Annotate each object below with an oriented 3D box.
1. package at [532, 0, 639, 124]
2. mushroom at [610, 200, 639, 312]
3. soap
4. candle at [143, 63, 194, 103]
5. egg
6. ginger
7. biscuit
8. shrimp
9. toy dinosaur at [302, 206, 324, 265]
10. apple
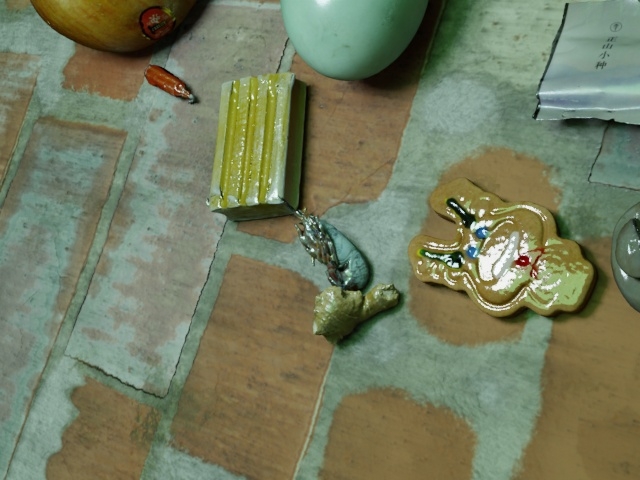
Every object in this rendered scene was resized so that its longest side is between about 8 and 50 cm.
[{"bbox_3d":[0.476,-0.295,1.714,0.204,0.062,0.250,6,65,32],"label":"package"},{"bbox_3d":[0.496,0.040,1.548,0.117,0.141,0.188,130,141,-50],"label":"mushroom"},{"bbox_3d":[-0.121,-0.184,2.005,0.174,0.089,0.274,-5,72,30],"label":"soap"},{"bbox_3d":[-0.320,-0.328,2.194,0.053,0.048,0.162,-27,43,-29],"label":"candle"},{"bbox_3d":[0.065,-0.479,1.877,0.276,0.276,0.388,1,72,31],"label":"egg"},{"bbox_3d":[0.053,0.110,1.810,0.165,0.096,0.067,-33,18,7],"label":"ginger"},{"bbox_3d":[0.300,0.021,1.718,0.334,0.047,0.202,26,89,33],"label":"biscuit"},{"bbox_3d":[0.000,0.000,1.868,0.079,0.090,0.233,-42,78,-2],"label":"shrimp"},{"bbox_3d":[-0.011,-0.011,1.925,0.041,0.026,0.113,-17,81,20],"label":"toy dinosaur"},{"bbox_3d":[-0.443,-0.601,2.183,0.400,0.333,0.400,-9,70,26],"label":"apple"}]
